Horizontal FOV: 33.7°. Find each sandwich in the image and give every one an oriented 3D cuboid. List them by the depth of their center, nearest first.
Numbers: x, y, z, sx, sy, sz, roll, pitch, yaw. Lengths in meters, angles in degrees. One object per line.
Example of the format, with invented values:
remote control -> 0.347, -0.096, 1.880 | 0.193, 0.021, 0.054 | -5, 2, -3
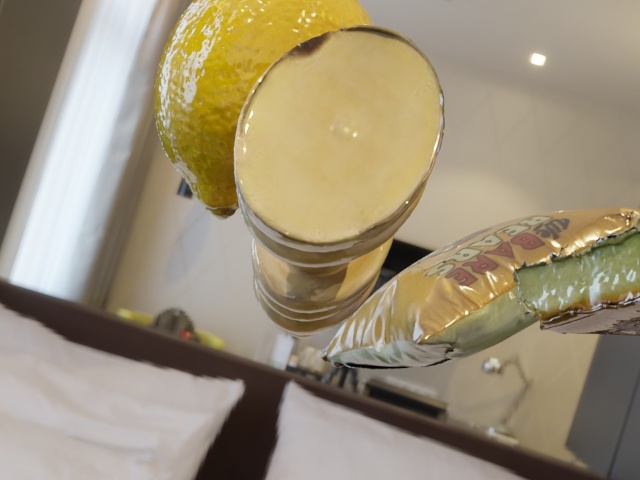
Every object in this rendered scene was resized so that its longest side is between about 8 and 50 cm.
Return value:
sandwich -> 0.308, 0.042, 0.814 | 0.212, 0.063, 0.245 | 13, -19, -26

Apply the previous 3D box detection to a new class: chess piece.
chess piece -> 0.000, 0.000, 0.725 | 0.124, 0.138, 0.307 | -5, -24, -7

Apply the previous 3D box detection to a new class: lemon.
lemon -> -0.046, -0.135, 0.895 | 0.187, 0.244, 0.187 | 28, -10, 5

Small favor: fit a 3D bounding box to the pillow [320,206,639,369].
pillow -> 0.177, 0.057, 1.201 | 0.310, 0.119, 0.312 | -24, 0, -21
